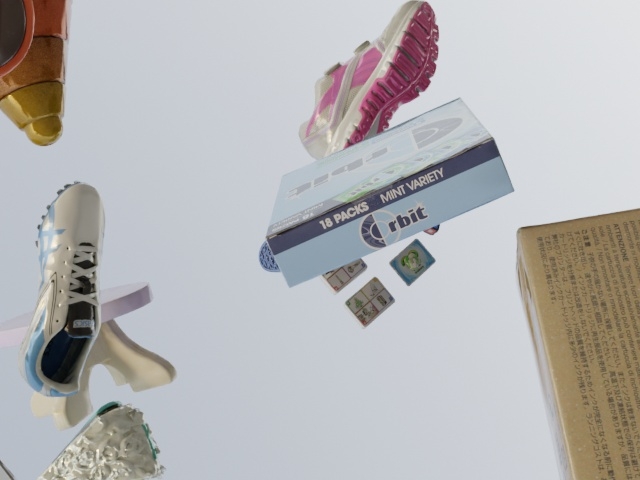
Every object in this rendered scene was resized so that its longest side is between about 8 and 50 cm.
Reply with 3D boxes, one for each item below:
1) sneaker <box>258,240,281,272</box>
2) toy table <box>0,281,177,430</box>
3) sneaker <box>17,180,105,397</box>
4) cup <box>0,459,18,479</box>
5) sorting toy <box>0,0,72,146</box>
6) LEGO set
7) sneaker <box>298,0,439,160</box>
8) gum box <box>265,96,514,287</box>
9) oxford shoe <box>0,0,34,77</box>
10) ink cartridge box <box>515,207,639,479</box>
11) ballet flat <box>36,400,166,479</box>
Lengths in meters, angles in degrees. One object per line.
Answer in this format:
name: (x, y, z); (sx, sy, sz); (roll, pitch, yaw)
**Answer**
sneaker: (0.000, 0.000, 1.775); (0.090, 0.232, 0.081); (14, -124, -56)
toy table: (-0.364, 0.175, 1.542); (0.252, 0.274, 0.161); (-31, -75, -59)
sneaker: (-0.267, 0.055, 1.076); (0.086, 0.237, 0.085); (15, -175, 38)
cup: (-0.449, 0.242, 0.898); (0.331, 0.331, 0.237); (-13, -116, -47)
sorting toy: (-0.324, -0.086, 0.669); (0.365, 0.127, 0.126); (-21, -95, -19)
LEGO set: (0.079, 0.006, 1.555); (0.182, 0.060, 0.244); (50, -123, 1)
sneaker: (0.053, -0.196, 1.226); (0.111, 0.252, 0.103); (27, 170, 34)
gum box: (0.045, -0.041, 0.703); (0.184, 0.157, 0.041); (-85, -29, -75)
oxford shoe: (-0.271, -0.119, 0.446); (0.271, 0.097, 0.098); (2, -163, -31)
ink cartridge box: (0.238, 0.094, 0.620); (0.193, 0.088, 0.235); (-9, -118, 6)
ballet flat: (-0.362, 0.383, 1.323); (0.147, 0.409, 0.147); (41, -163, -16)
